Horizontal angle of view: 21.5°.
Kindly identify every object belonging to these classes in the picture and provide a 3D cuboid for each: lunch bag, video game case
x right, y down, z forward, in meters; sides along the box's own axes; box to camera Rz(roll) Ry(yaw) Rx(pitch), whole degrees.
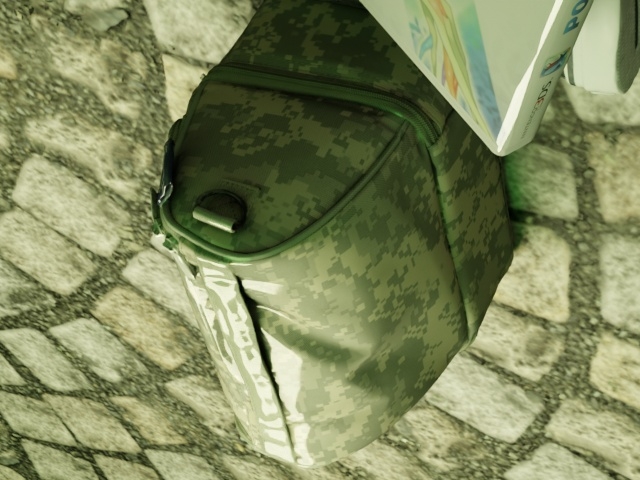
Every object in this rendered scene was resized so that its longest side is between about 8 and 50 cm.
[{"bbox_3d":[0.000,0.000,1.279,0.212,0.256,0.305,14,144,23],"label":"lunch bag"},{"bbox_3d":[0.046,-0.251,0.970,0.329,0.036,0.300,51,153,21],"label":"video game case"}]

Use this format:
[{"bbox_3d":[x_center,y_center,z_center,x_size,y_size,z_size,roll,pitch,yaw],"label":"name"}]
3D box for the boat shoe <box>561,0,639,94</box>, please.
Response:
[{"bbox_3d":[0.134,-0.209,1.013,0.119,0.121,0.335,12,146,19],"label":"boat shoe"}]
